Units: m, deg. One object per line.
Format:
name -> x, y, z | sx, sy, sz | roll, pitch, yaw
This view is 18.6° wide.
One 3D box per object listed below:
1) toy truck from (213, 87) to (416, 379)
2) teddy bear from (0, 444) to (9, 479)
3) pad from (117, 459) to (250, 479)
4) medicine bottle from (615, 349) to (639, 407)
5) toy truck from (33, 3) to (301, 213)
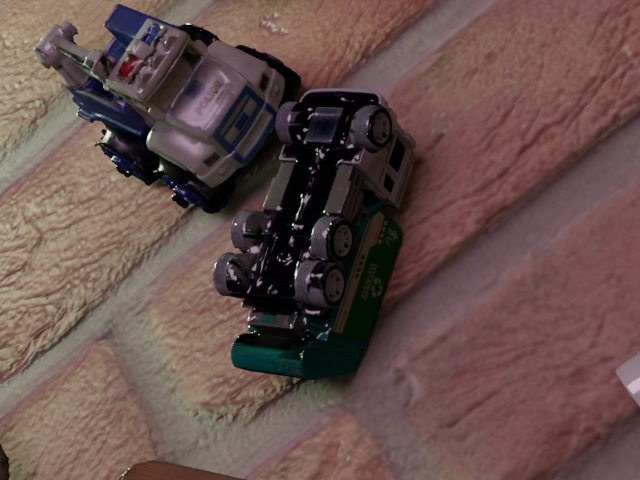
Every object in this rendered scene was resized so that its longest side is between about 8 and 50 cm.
toy truck -> 0.000, 0.000, 1.662 | 0.114, 0.124, 0.253 | 5, 65, 35
teddy bear -> -0.413, 0.258, 1.748 | 0.236, 0.151, 0.267 | 25, 65, 5
pad -> -0.052, 0.326, 1.494 | 0.287, 0.018, 0.284 | 11, 68, 8
medicine bottle -> 0.274, 0.093, 1.473 | 0.089, 0.057, 0.057 | -39, 50, 9
toy truck -> -0.144, -0.142, 1.802 | 0.213, 0.177, 0.161 | 24, 78, 40
